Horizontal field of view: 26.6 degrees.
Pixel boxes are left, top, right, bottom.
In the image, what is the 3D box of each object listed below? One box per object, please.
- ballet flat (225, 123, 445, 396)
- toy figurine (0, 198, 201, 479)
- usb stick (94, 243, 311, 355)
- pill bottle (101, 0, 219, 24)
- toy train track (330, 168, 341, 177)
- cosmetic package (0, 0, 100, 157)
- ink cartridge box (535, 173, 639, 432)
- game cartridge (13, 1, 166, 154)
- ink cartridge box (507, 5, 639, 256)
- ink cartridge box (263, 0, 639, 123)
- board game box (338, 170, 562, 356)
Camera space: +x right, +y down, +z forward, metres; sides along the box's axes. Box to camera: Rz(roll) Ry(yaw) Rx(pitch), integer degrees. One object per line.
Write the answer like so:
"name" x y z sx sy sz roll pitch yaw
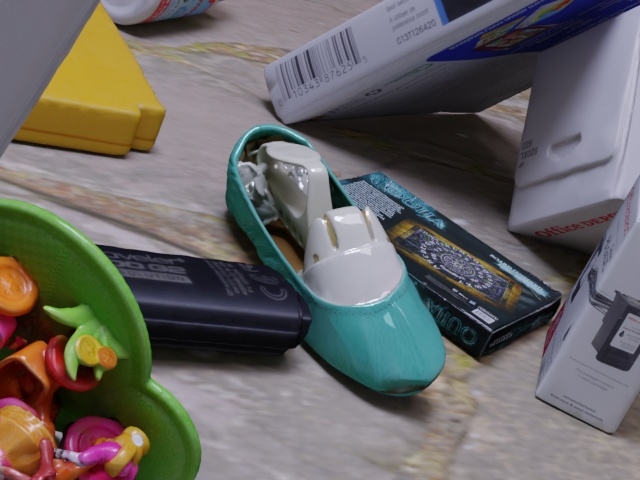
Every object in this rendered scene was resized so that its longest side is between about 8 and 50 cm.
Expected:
"ballet flat" 0.000 0.000 0.889 0.083 0.087 0.247 -19 42 -19
"toy figurine" -0.157 0.089 0.596 0.173 0.130 0.159 50 40 -3
"usb stick" -0.135 0.029 0.772 0.278 0.045 0.077 7 23 -32
"pill bottle" -0.141 -0.249 1.258 0.087 0.087 0.160 33 27 18
"toy train track" -0.021 -0.049 1.040 0.083 0.014 0.048 -13 8 -35
"cosmetic package" -0.327 -0.072 0.313 0.329 0.327 0.394 34 1 19
"ink cartridge box" 0.213 0.039 0.936 0.063 0.150 0.109 26 25 3
"game cartridge" -0.293 -0.176 1.033 0.285 0.052 0.323 7 32 -33
"ink cartridge box" 0.306 -0.068 1.135 0.233 0.168 0.171 16 -13 -19
"ink cartridge box" 0.159 -0.188 1.193 0.307 0.304 0.072 -14 82 -51
"board game box" 0.078 0.013 1.015 0.186 0.026 0.126 36 27 23
